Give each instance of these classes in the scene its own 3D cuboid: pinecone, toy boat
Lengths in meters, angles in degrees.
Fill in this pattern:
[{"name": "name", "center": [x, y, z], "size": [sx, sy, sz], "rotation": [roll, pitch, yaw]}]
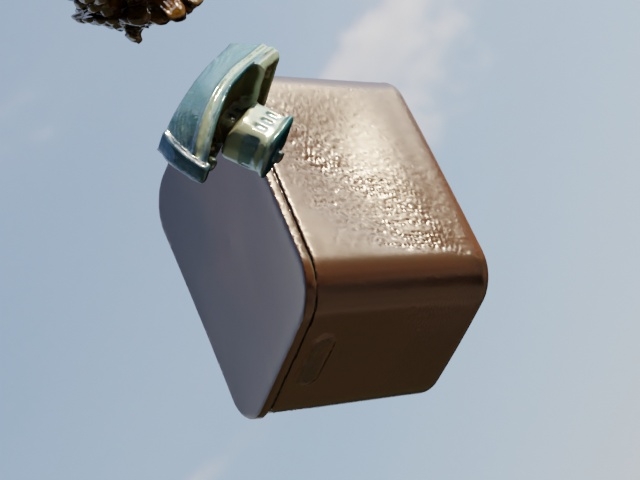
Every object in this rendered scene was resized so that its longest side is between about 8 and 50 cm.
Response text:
[{"name": "pinecone", "center": [-0.227, -0.313, 2.222], "size": [0.195, 0.179, 0.150], "rotation": [42, -111, -35]}, {"name": "toy boat", "center": [-0.077, -0.112, 1.888], "size": [0.215, 0.102, 0.088], "rotation": [-54, -15, -54]}]

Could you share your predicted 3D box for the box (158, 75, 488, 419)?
[{"name": "box", "center": [0.000, 0.000, 2.158], "size": [0.229, 0.339, 0.239], "rotation": [-2, -41, -28]}]
